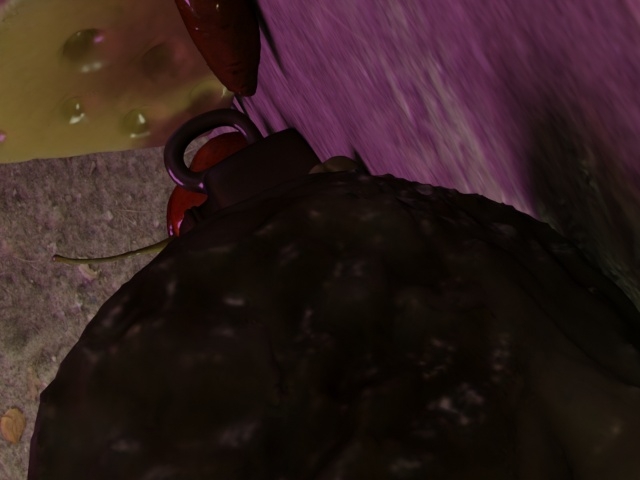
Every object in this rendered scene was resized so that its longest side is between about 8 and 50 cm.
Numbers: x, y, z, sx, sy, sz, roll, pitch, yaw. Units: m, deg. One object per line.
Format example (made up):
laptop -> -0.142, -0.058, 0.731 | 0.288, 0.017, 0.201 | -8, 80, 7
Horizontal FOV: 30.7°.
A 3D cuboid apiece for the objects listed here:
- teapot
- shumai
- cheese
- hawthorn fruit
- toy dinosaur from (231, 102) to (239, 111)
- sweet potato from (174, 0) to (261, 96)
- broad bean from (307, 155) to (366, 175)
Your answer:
teapot -> -0.064, -0.001, 1.105 | 0.267, 0.175, 0.185 | 59, 173, 11
shumai -> 0.057, 0.093, 0.356 | 0.218, 0.256, 0.189 | 21, 123, 34
cheese -> -0.232, -0.203, 1.231 | 0.384, 0.384, 0.104 | 68, 177, -61
hawthorn fruit -> -0.152, -0.009, 1.309 | 0.165, 0.285, 0.165 | 56, 164, 25
toy dinosaur -> -0.122, -0.180, 1.491 | 0.187, 0.044, 0.106 | 40, 177, 39
sweet potato -> -0.087, -0.196, 0.849 | 0.057, 0.057, 0.264 | 56, 173, 39
broad bean -> 0.019, -0.026, 0.833 | 0.063, 0.045, 0.083 | 59, -177, 30
